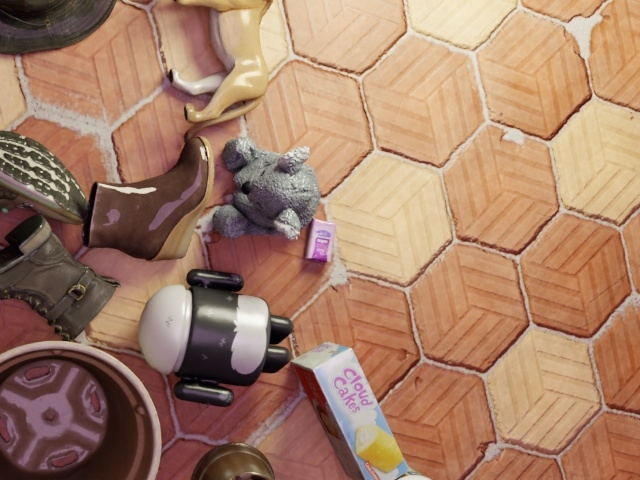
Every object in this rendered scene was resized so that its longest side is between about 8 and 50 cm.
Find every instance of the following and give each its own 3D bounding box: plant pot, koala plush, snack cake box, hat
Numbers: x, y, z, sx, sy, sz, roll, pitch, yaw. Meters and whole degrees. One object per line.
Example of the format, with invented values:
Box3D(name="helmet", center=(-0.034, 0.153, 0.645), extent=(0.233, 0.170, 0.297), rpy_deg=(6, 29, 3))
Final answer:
Box3D(name="plant pot", center=(-0.148, 0.473, 1.825), extent=(0.167, 0.165, 0.167), rpy_deg=(0, 91, -15))
Box3D(name="plant pot", center=(-0.453, 0.320, 1.666), extent=(0.334, 0.305, 0.333), rpy_deg=(0, 91, -15))
Box3D(name="koala plush", center=(-0.075, -0.092, 1.817), extent=(0.203, 0.221, 0.196), rpy_deg=(8, 87, -16))
Box3D(name="snack cake box", center=(0.054, 0.333, 1.889), extent=(0.089, 0.152, 0.264), rpy_deg=(-27, 98, -15))
Box3D(name="hat", center=(-0.518, -0.492, 1.740), extent=(0.331, 0.134, 0.331), rpy_deg=(0, 89, -15))

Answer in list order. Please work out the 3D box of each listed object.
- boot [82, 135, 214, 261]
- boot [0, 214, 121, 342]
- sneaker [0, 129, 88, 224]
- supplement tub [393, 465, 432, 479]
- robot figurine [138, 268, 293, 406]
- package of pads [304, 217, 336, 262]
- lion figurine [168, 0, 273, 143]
Box3D(name="boot", center=(-0.310, -0.086, 1.790), extent=(0.207, 0.090, 0.248), rpy_deg=(12, 94, -39))
Box3D(name="boot", center=(-0.504, 0.105, 1.736), extent=(0.263, 0.091, 0.229), rpy_deg=(-41, 127, -10))
Box3D(name="sneaker", center=(-0.613, -0.102, 1.734), extent=(0.410, 0.158, 0.182), rpy_deg=(24, 120, -22))
Box3D(name="supplement tub", center=(0.160, 0.512, 1.893), extent=(0.144, 0.200, 0.144), rpy_deg=(0, 90, -16))
Box3D(name="robot figurine", center=(-0.195, 0.176, 1.812), extent=(0.278, 0.209, 0.173), rpy_deg=(10, 118, -16))
Box3D(name="package of pads", center=(0.000, 0.000, 1.936), extent=(0.050, 0.032, 0.083), rpy_deg=(10, 87, -13))
Box3D(name="lion figurine", center=(-0.161, -0.382, 1.853), extent=(0.240, 0.142, 0.392), rpy_deg=(-7, 108, -23))
